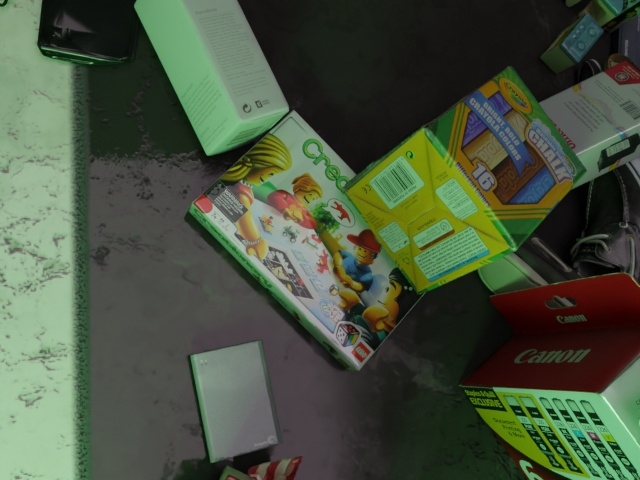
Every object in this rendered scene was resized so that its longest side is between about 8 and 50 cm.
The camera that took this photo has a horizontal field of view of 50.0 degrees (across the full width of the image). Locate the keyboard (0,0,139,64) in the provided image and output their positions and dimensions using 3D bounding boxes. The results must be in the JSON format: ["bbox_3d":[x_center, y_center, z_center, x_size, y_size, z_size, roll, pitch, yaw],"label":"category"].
[{"bbox_3d":[-0.334,-0.389,0.905,0.201,0.033,0.317,7,77,-22],"label":"keyboard"}]

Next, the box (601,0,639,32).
[{"bbox_3d":[0.505,-0.409,1.105,0.027,0.137,0.094,12,76,-15],"label":"box"}]

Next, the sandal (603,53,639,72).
[{"bbox_3d":[0.514,-0.240,1.121,0.180,0.049,0.072,26,62,-25],"label":"sandal"}]

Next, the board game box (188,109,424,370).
[{"bbox_3d":[0.000,0.000,0.921,0.305,0.053,0.193,45,70,-5],"label":"board game box"}]

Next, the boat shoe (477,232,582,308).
[{"bbox_3d":[0.368,0.108,0.946,0.095,0.112,0.335,-33,68,-30],"label":"boat shoe"}]

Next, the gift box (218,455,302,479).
[{"bbox_3d":[-0.033,0.398,0.728,0.255,0.258,0.276,34,80,-8],"label":"gift box"}]

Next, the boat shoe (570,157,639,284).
[{"bbox_3d":[0.434,0.026,1.012,0.119,0.121,0.335,-1,82,-21],"label":"boat shoe"}]

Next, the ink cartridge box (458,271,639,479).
[{"bbox_3d":[0.320,0.196,0.848,0.130,0.309,0.272,-37,91,-19],"label":"ink cartridge box"}]

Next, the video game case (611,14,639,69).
[{"bbox_3d":[0.628,-0.342,1.191,0.274,0.026,0.196,12,77,-14],"label":"video game case"}]

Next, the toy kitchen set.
[{"bbox_3d":[0.374,-0.401,1.072,0.207,0.122,0.166,44,71,-5],"label":"toy kitchen set"}]

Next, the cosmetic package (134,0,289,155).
[{"bbox_3d":[-0.142,-0.239,0.883,0.085,0.117,0.231,-23,88,-35],"label":"cosmetic package"}]

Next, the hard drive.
[{"bbox_3d":[-0.107,0.201,0.869,0.094,0.022,0.135,-10,83,-18],"label":"hard drive"}]

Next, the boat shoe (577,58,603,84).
[{"bbox_3d":[0.427,-0.229,1.099,0.038,0.046,0.125,-2,89,-22],"label":"boat shoe"}]

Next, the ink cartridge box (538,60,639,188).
[{"bbox_3d":[0.407,-0.170,1.010,0.175,0.072,0.127,-26,49,1],"label":"ink cartridge box"}]

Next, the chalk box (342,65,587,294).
[{"bbox_3d":[0.209,-0.093,0.915,0.289,0.180,0.179,-36,90,-39],"label":"chalk box"}]
